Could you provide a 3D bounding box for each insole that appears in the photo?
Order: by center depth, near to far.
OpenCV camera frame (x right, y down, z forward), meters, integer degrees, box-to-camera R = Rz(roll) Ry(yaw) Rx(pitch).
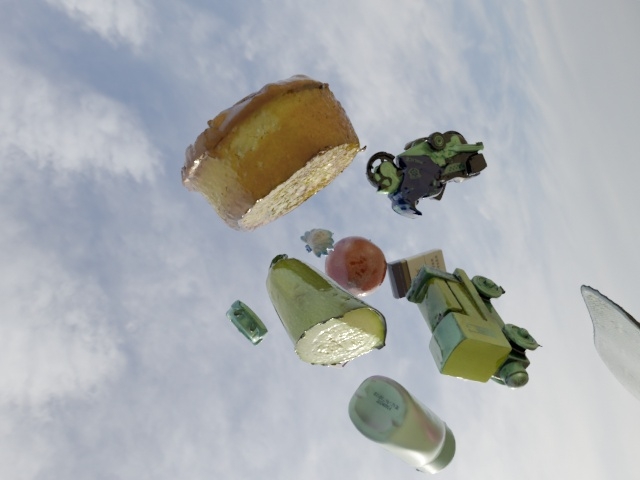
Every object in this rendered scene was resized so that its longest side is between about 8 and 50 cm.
[{"bbox_3d":[0.348,0.136,0.589,0.322,0.007,0.109,44,-177,-44],"label":"insole"}]

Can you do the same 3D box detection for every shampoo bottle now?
[{"bbox_3d":[0.226,0.481,1.315,0.151,0.222,0.349,-56,-49,-12],"label":"shampoo bottle"}]

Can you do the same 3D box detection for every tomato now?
[{"bbox_3d":[0.144,0.119,2.173,0.265,0.265,0.264,23,-123,-41],"label":"tomato"}]

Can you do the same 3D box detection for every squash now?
[{"bbox_3d":[-0.035,0.098,0.835,0.137,0.288,0.137,-17,-58,-30],"label":"squash"}]

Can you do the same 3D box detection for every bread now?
[{"bbox_3d":[-0.109,-0.184,1.155,0.215,0.398,0.398,55,-141,6],"label":"bread"}]

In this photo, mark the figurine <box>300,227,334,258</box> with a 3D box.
[{"bbox_3d":[0.000,0.000,1.660,0.115,0.079,0.114,5,-135,-5],"label":"figurine"}]

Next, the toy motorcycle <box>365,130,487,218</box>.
[{"bbox_3d":[0.278,-0.173,1.362,0.332,0.125,0.196,-20,-87,-21],"label":"toy motorcycle"}]

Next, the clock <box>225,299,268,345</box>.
[{"bbox_3d":[-0.156,0.171,1.090,0.041,0.135,0.101,-42,-96,-18],"label":"clock"}]

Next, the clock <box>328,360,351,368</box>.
[{"bbox_3d":[0.025,0.294,1.423,0.110,0.050,0.153,47,-174,31],"label":"clock"}]

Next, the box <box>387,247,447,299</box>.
[{"bbox_3d":[0.429,0.147,2.301,0.260,0.071,0.168,-15,-83,-13],"label":"box"}]

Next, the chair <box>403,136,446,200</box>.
[{"bbox_3d":[0.339,-0.233,1.700,0.188,0.272,0.166,20,-89,1],"label":"chair"}]

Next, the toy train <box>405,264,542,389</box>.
[{"bbox_3d":[0.379,0.208,1.338,0.254,0.160,0.397,16,-153,-17],"label":"toy train"}]
